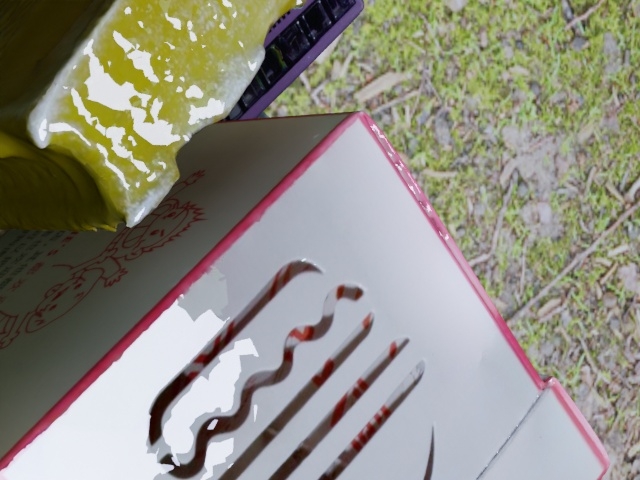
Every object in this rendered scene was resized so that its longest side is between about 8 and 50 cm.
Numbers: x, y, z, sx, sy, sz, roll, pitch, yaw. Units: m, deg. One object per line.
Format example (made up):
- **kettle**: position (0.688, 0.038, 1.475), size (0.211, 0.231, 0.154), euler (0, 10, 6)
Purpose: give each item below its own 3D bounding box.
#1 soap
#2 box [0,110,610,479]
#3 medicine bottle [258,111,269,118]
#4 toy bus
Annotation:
- **soap**: position (-0.149, -0.105, 0.899), size (0.091, 0.315, 0.199), euler (45, 69, -27)
- **box**: position (-0.073, 0.126, 0.969), size (0.314, 0.312, 0.300), euler (-46, 115, -25)
- **medicine bottle**: position (0.000, 0.000, 1.158), size (0.218, 0.074, 0.074), euler (45, 69, -30)
- **toy bus**: position (-0.055, -0.144, 1.100), size (0.178, 0.087, 0.098), euler (-47, 123, -25)
